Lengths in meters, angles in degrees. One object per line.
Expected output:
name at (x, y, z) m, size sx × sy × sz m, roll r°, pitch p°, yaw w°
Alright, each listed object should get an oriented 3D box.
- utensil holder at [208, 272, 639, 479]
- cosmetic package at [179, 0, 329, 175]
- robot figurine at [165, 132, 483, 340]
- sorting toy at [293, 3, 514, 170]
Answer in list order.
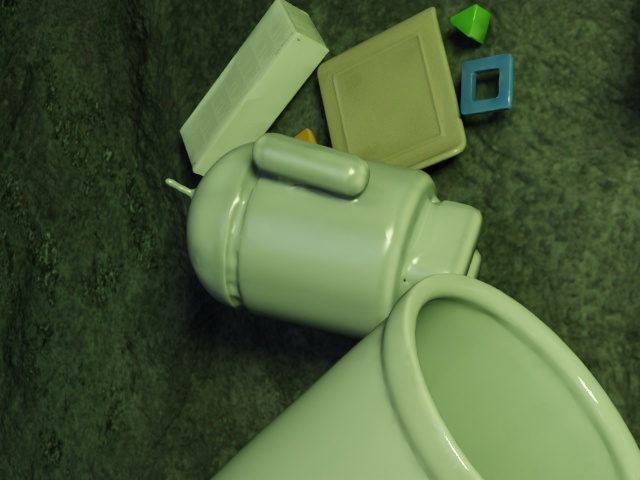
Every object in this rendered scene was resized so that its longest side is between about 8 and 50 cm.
utensil holder at (0.080, 0.276, 1.009) m, size 0.385 × 0.328 × 0.327 m, roll -45°, pitch 60°, yaw 27°
cosmetic package at (-0.092, -0.196, 1.346) m, size 0.239 × 0.060 × 0.098 m, roll -49°, pitch 38°, yaw 23°
robot figurine at (0.000, 0.000, 1.141) m, size 0.354 × 0.299 × 0.199 m, roll 13°, pitch 51°, yaw 16°
sorting toy at (0.087, -0.161, 1.227) m, size 0.348 × 0.047 × 0.195 m, roll -21°, pitch 69°, yaw 35°
